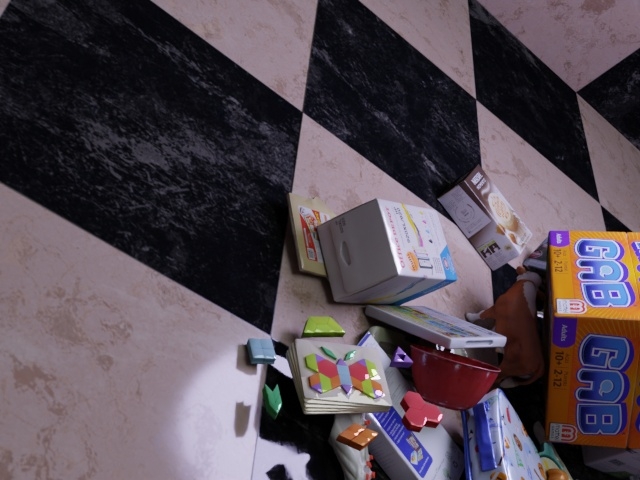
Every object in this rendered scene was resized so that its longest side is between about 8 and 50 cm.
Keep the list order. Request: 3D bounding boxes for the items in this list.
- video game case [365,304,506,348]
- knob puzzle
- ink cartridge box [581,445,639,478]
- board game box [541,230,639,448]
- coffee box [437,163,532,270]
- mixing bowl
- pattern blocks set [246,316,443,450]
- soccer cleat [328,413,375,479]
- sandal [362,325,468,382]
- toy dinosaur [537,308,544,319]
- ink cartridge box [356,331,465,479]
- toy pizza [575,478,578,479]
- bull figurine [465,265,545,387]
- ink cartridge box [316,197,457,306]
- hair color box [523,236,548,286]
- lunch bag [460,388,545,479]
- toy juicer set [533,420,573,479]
[{"bbox_3d":[0.242,0.180,1.801,0.206,0.227,0.026,6,100,-46],"label":"video game case"},{"bbox_3d":[0.000,0.000,1.801,0.213,0.030,0.213,33,44,-39],"label":"knob puzzle"},{"bbox_3d":[0.779,0.501,2.104,0.160,0.219,0.092,27,47,-33],"label":"ink cartridge box"},{"bbox_3d":[0.696,0.221,1.951,0.356,0.357,0.356,-69,158,-56],"label":"board game box"},{"bbox_3d":[0.443,-0.063,2.300,0.246,0.098,0.141,51,35,-3],"label":"coffee box"},{"bbox_3d":[0.253,0.275,1.683,0.181,0.181,0.098,14,90,-42],"label":"mixing bowl"},{"bbox_3d":[0.038,0.245,1.529,0.325,0.026,0.285,-3,45,-31],"label":"pattern blocks set"},{"bbox_3d":[0.052,0.378,1.528,0.068,0.076,0.196,40,45,-70],"label":"soccer cleat"},{"bbox_3d":[0.216,0.239,1.800,0.303,0.086,0.120,15,50,-41],"label":"sandal"},{"bbox_3d":[0.642,0.219,2.282,0.268,0.064,0.118,22,29,-3],"label":"toy dinosaur"},{"bbox_3d":[0.143,0.350,1.645,0.332,0.065,0.165,54,35,-2],"label":"ink cartridge box"},{"bbox_3d":[0.594,0.623,1.872,0.201,0.032,0.201,-17,90,-71],"label":"toy pizza"},{"bbox_3d":[0.442,0.205,1.998,0.101,0.188,0.310,33,40,-27],"label":"bull figurine"},{"bbox_3d":[0.139,0.029,1.791,0.233,0.168,0.171,7,63,-51],"label":"ink cartridge box"},{"bbox_3d":[0.755,0.162,2.382,0.374,0.113,0.185,45,-5,-12],"label":"hair color box"},{"bbox_3d":[0.356,0.450,1.686,0.243,0.115,0.303,55,22,-29],"label":"lunch bag"},{"bbox_3d":[0.527,0.560,1.885,0.209,0.089,0.329,50,35,-5],"label":"toy juicer set"}]
